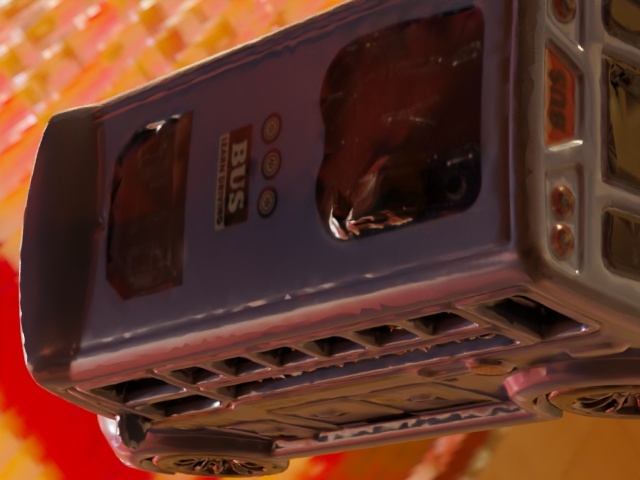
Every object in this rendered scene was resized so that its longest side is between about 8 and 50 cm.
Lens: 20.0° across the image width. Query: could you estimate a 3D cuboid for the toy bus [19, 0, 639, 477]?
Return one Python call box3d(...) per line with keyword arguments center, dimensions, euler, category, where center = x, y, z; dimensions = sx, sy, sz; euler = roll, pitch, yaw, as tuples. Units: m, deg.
box3d(center=(0.000, 0.000, 0.583), dimensions=(0.292, 0.133, 0.125), euler=(-15, -114, 47), category="toy bus")
